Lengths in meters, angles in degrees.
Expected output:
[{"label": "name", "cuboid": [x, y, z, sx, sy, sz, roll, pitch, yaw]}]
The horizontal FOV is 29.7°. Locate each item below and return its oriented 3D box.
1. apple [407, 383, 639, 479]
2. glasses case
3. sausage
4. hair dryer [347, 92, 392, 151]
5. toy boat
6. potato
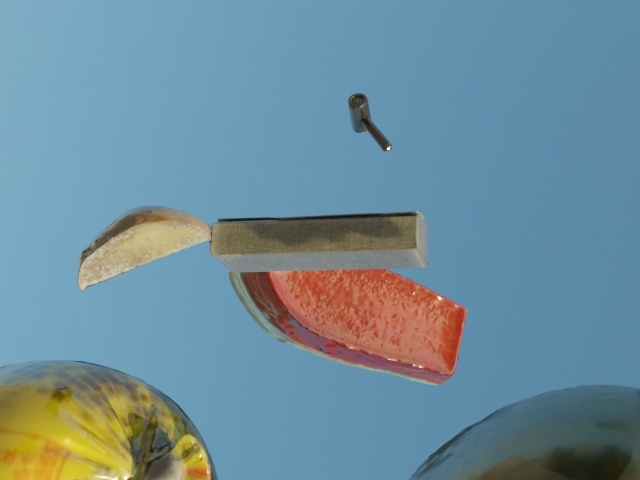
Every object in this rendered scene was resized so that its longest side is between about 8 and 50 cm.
[{"label": "apple", "cuboid": [0.093, 0.146, 0.418, 0.157, 0.196, 0.196, -19, -116, 10]}, {"label": "glasses case", "cuboid": [0.000, 0.000, 1.182, 0.205, 0.071, 0.047, -1, -106, 14]}, {"label": "sausage", "cuboid": [-0.164, 0.133, 0.499, 0.347, 0.123, 0.123, -26, -118, 41]}, {"label": "hair dryer", "cuboid": [0.060, -0.134, 1.435, 0.026, 0.047, 0.083, -26, -127, -9]}, {"label": "toy boat", "cuboid": [0.031, 0.098, 1.654, 0.133, 0.332, 0.145, -27, -135, 63]}, {"label": "potato", "cuboid": [-0.118, -0.006, 0.757, 0.093, 0.036, 0.037, -21, -135, 9]}]
